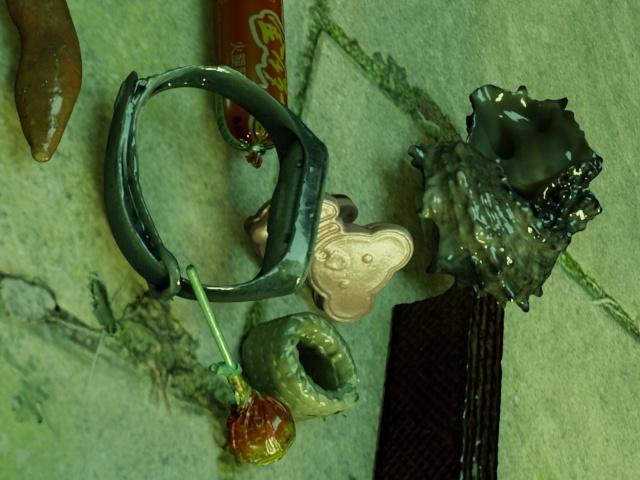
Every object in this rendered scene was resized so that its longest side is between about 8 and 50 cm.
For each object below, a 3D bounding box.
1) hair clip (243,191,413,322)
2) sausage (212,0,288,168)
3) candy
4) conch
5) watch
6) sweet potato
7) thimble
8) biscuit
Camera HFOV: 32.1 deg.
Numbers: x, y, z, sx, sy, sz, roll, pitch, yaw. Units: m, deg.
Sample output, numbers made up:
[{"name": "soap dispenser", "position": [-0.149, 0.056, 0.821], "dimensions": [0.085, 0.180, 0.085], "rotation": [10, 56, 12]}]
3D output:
[{"name": "hair clip", "position": [0.006, 0.008, 1.050], "dimensions": [0.138, 0.123, 0.102], "rotation": [9, 37, -55]}, {"name": "sausage", "position": [-0.069, -0.191, 1.078], "dimensions": [0.083, 0.083, 0.263], "rotation": [19, 60, -46]}, {"name": "candy", "position": [-0.071, 0.103, 0.909], "dimensions": [0.060, 0.061, 0.201], "rotation": [-56, 133, -48]}, {"name": "conch", "position": [0.192, -0.052, 1.277], "dimensions": [0.241, 0.186, 0.313], "rotation": [40, 64, -24]}, {"name": "watch", "position": [-0.092, -0.043, 0.936], "dimensions": [0.193, 0.068, 0.206], "rotation": [18, 68, -18]}, {"name": "sweet potato", "position": [-0.219, -0.150, 0.886], "dimensions": [0.055, 0.058, 0.202], "rotation": [-6, 69, -9]}, {"name": "thimble", "position": [-0.016, 0.117, 1.003], "dimensions": [0.110, 0.062, 0.084], "rotation": [54, 42, -19]}, {"name": "biscuit", "position": [0.124, 0.161, 1.121], "dimensions": [0.070, 0.106, 0.252], "rotation": [39, 46, -35]}]
